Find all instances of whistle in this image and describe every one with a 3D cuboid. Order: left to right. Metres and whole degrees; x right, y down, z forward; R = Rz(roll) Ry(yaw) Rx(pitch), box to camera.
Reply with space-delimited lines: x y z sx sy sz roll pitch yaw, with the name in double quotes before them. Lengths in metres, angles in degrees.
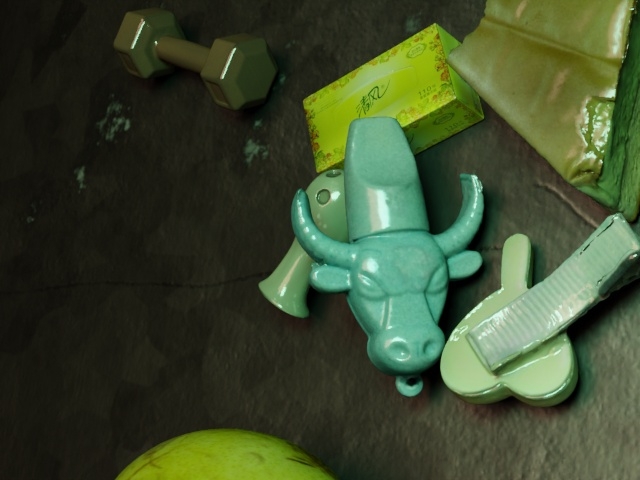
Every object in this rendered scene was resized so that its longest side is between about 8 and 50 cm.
"whistle" 0.069 0.014 1.136 0.186 0.093 0.274 -6 80 -9

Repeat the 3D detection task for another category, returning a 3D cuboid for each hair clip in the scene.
"hair clip" 0.195 0.059 1.058 0.218 0.071 0.159 -41 49 12

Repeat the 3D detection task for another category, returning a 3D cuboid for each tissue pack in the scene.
"tissue pack" 0.072 -0.137 1.226 0.176 0.062 0.095 -25 60 28

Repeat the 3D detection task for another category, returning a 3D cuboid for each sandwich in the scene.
"sandwich" 0.214 -0.138 1.087 0.186 0.108 0.220 6 81 39

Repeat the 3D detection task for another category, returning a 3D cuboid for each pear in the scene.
"pear" -0.088 0.298 1.068 0.280 0.280 0.281 -14 66 34

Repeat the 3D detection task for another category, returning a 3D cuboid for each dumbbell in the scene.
"dumbbell" -0.153 -0.220 1.416 0.231 0.092 0.082 23 59 41

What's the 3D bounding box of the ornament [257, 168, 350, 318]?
"ornament" 0.000 0.000 1.225 0.156 0.081 0.075 -60 28 11
